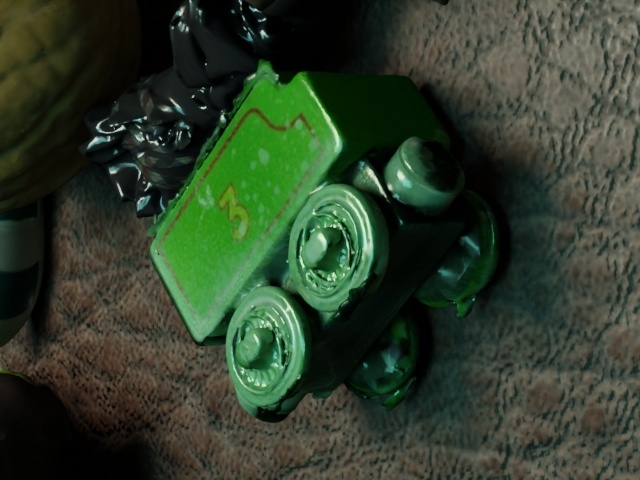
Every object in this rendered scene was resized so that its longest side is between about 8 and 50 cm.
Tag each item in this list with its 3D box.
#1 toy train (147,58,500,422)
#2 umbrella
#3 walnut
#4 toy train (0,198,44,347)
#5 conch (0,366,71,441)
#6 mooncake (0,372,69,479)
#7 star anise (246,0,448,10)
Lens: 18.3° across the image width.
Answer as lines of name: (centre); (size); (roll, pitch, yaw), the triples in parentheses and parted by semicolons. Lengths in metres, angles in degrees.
toy train: (0.000, 0.000, 1.315); (0.243, 0.132, 0.188); (-53, 55, 36)
umbrella: (-0.071, -0.118, 1.388); (0.272, 0.122, 0.110); (-49, 40, 49)
walnut: (-0.253, -0.138, 1.504); (0.261, 0.225, 0.225); (-38, 62, 7)
toy train: (-0.288, -0.114, 1.663); (0.088, 0.086, 0.407); (-15, 84, 41)
conch: (-0.267, 0.145, 1.674); (0.121, 0.089, 0.074); (14, 67, 27)
mooncake: (-0.292, 0.281, 1.579); (0.351, 0.212, 0.381); (-9, 105, 40)
star anise: (0.020, -0.294, 1.224); (0.332, 0.117, 0.331); (-9, 75, 35)
